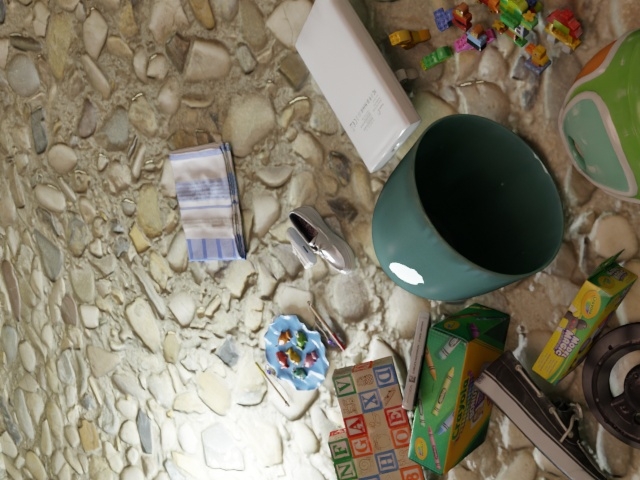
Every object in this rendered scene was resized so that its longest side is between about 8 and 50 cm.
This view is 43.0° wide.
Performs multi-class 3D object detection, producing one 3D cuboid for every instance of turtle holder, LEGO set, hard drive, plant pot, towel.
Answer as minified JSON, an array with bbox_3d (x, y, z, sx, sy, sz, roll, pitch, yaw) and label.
[{"bbox_3d":[0.495,-0.154,1.178,0.320,0.243,0.227,39,154,-23],"label":"turtle holder"},{"bbox_3d":[0.182,-0.349,1.445,0.227,0.093,0.087,-21,88,41],"label":"LEGO set"},{"bbox_3d":[0.064,-0.304,1.543,0.308,0.040,0.203,61,155,10],"label":"hard drive"},{"bbox_3d":[0.224,-0.029,1.385,0.293,0.293,0.235,60,146,10],"label":"plant pot"},{"bbox_3d":[-0.271,-0.088,1.931,0.209,0.034,0.285,-1,101,41],"label":"towel"}]

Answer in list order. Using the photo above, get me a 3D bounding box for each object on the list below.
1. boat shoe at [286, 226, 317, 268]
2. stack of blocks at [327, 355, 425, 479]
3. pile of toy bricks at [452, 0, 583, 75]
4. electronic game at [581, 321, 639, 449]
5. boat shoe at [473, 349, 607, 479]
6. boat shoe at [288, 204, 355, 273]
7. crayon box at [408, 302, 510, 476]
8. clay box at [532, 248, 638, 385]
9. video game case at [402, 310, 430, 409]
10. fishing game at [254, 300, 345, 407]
[{"bbox_3d":[-0.048,0.018,1.775,0.035,0.035,0.100,-41,81,36],"label":"boat shoe"},{"bbox_3d":[0.103,0.404,1.663,0.171,0.087,0.297,-14,92,5],"label":"stack of blocks"},{"bbox_3d":[0.307,-0.363,1.303,0.212,0.118,0.105,42,169,23],"label":"pile of toy bricks"},{"bbox_3d":[0.546,0.243,1.332,0.229,0.048,0.229,11,110,31],"label":"electronic game"},{"bbox_3d":[0.411,0.321,1.427,0.105,0.113,0.306,-45,85,-2],"label":"boat shoe"},{"bbox_3d":[0.000,0.000,1.709,0.066,0.063,0.184,-46,72,37],"label":"boat shoe"},{"bbox_3d":[0.256,0.272,1.503,0.081,0.165,0.278,21,115,34],"label":"crayon box"},{"bbox_3d":[0.442,0.124,1.335,0.053,0.127,0.222,38,124,25],"label":"clay box"},{"bbox_3d":[0.181,0.227,1.511,0.022,0.190,0.173,10,80,10],"label":"video game case"},{"bbox_3d":[-0.063,0.257,1.848,0.189,0.041,0.264,53,128,12],"label":"fishing game"}]
